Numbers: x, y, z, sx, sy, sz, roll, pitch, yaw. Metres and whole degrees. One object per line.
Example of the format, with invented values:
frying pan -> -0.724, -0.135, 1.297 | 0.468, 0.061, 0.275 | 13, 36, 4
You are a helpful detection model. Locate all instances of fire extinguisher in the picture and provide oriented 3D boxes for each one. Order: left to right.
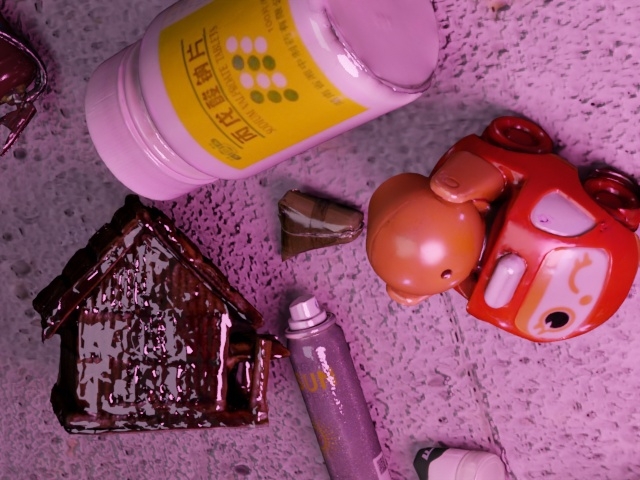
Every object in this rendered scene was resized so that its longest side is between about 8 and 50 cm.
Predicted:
fire extinguisher -> -0.468, -0.271, 2.091 | 0.141, 0.105, 0.341 | -36, 88, 5

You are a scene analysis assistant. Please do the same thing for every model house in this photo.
model house -> -0.207, 0.082, 2.045 | 0.297, 0.317, 0.282 | -5, 95, -10

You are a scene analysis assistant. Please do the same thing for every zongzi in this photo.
zongzi -> 0.000, 0.000, 1.949 | 0.104, 0.052, 0.113 | 21, 135, 18

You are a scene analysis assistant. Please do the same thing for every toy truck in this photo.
toy truck -> 0.184, 0.007, 1.699 | 0.265, 0.239, 0.189 | 32, 126, 17

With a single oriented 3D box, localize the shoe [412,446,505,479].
shoe -> 0.164, 0.365, 1.979 | 0.110, 0.095, 0.265 | 14, 113, 35

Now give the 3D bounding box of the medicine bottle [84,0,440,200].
medicine bottle -> -0.068, -0.189, 1.799 | 0.379, 0.213, 0.213 | -23, 97, 39

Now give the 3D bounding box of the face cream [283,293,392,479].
face cream -> 0.020, 0.202, 2.006 | 0.073, 0.073, 0.283 | -9, 106, 36
